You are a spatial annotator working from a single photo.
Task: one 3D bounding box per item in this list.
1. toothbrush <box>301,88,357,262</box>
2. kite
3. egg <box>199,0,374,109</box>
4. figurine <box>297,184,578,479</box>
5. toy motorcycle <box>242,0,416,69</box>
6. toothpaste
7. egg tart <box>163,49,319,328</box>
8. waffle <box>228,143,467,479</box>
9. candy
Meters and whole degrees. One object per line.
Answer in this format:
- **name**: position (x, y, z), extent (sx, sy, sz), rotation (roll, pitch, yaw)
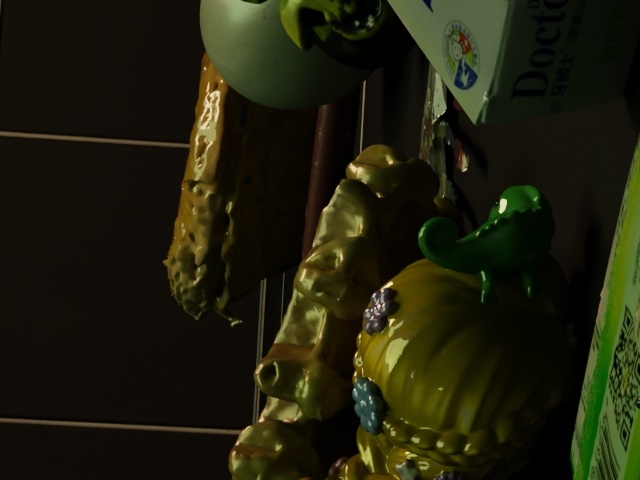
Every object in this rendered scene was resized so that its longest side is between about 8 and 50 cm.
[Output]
- **toothbrush**: position (0.001, 0.000, 1.681), extent (0.041, 0.041, 0.364), rotation (-95, 10, -60)
- **kite**: position (0.073, -0.068, 1.017), extent (0.245, 0.015, 0.141), rotation (-102, 14, -76)
- **egg**: position (-0.015, -0.179, 1.323), extent (0.192, 0.149, 0.149), rotation (147, 129, -60)
- **figurine**: position (0.044, 0.055, 0.681), extent (0.095, 0.115, 0.156), rotation (46, 136, 39)
- **toy motorcycle**: position (-0.011, -0.294, 1.155), extent (0.142, 0.206, 0.342), rotation (-48, -34, -70)
- **toothpaste**: position (0.025, -0.185, 0.696), extent (0.081, 0.067, 0.336), rotation (97, 153, -44)
- **egg tart**: position (-0.075, -0.093, 1.914), extent (0.388, 0.169, 0.388), rotation (-173, 90, -86)
- **waffle**: position (0.014, 0.085, 0.825), extent (0.249, 0.056, 0.253), rotation (66, -140, -66)
- **candy**: position (0.100, 0.039, 0.506), extent (0.102, 0.032, 0.178), rotation (-87, 2, -59)
